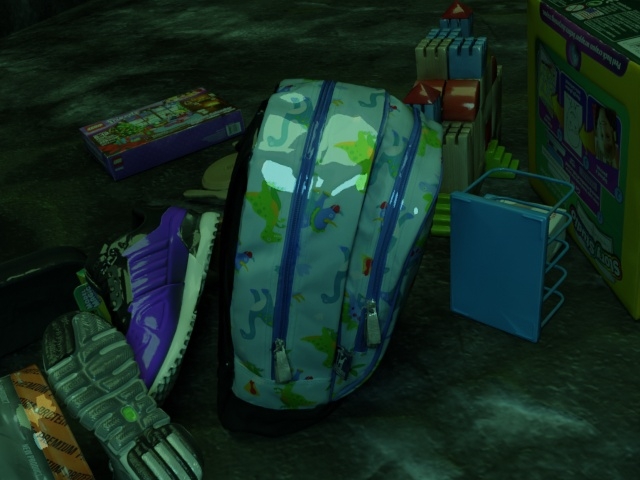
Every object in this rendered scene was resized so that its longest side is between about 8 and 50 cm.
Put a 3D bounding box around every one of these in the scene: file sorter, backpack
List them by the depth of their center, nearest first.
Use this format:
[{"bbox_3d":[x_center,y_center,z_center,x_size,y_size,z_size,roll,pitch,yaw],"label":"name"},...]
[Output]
[{"bbox_3d":[0.000,0.000,0.752,0.273,0.356,0.290,2,34,15],"label":"backpack"},{"bbox_3d":[0.236,0.012,0.848,0.118,0.170,0.104,20,39,37],"label":"file sorter"}]

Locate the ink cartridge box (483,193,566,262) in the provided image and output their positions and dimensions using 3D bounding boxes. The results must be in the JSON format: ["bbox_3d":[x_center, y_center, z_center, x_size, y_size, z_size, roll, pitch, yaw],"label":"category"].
[{"bbox_3d":[0.275,-0.015,0.985,0.122,0.052,0.088,16,40,32],"label":"ink cartridge box"}]

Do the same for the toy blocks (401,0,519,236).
[{"bbox_3d":[0.218,-0.219,1.120,0.190,0.261,0.381,6,36,22],"label":"toy blocks"}]

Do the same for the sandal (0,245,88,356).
[{"bbox_3d":[-0.471,0.141,0.842,0.445,0.168,0.107,-28,55,-26],"label":"sandal"}]

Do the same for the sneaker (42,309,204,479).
[{"bbox_3d":[-0.211,0.188,0.707,0.086,0.132,0.229,-25,63,-35],"label":"sneaker"}]

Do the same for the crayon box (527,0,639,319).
[{"bbox_3d":[0.378,-0.133,0.899,0.106,0.313,0.363,-12,33,1],"label":"crayon box"}]

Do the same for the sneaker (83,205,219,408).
[{"bbox_3d":[-0.222,0.073,0.847,0.146,0.102,0.293,16,50,-9],"label":"sneaker"}]

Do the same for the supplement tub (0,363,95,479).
[{"bbox_3d":[-0.370,0.249,0.609,0.316,0.194,0.193,-27,37,-26],"label":"supplement tub"}]

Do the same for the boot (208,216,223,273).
[{"bbox_3d":[-0.055,-0.048,1.062,0.283,0.109,0.220,-10,33,-4],"label":"boot"}]

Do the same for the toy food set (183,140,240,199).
[{"bbox_3d":[-0.154,-0.119,1.274,0.132,0.039,0.192,4,40,32],"label":"toy food set"}]

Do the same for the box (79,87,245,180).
[{"bbox_3d":[-0.334,-0.232,1.463,0.293,0.057,0.201,-25,35,-23],"label":"box"}]

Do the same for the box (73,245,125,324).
[{"bbox_3d":[-0.253,0.057,0.955,0.043,0.105,0.179,16,41,39],"label":"box"}]
